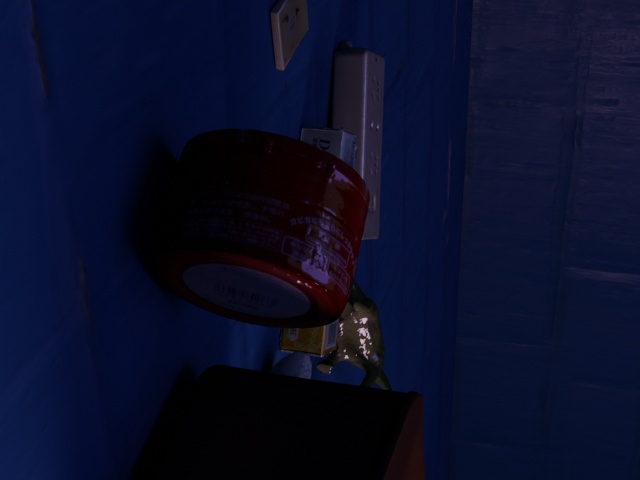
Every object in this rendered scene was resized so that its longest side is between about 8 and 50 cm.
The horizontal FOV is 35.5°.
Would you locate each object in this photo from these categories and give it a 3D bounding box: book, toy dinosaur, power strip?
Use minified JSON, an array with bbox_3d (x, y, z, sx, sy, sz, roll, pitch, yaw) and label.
[{"bbox_3d":[-0.037,-0.270,1.230,0.111,0.014,0.077,-67,158,-48],"label":"book"},{"bbox_3d":[0.081,0.143,1.680,0.301,0.087,0.447,-33,123,-63],"label":"toy dinosaur"},{"bbox_3d":[0.055,-0.133,1.508,0.098,0.058,0.338,-3,95,-71],"label":"power strip"}]

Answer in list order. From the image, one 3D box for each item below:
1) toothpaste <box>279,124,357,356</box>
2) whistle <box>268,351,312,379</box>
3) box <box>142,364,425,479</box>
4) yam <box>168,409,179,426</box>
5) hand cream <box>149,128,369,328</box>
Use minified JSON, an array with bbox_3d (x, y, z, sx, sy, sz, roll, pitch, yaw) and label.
[{"bbox_3d":[0.000,0.000,1.385,0.089,0.071,0.313,-5,101,-73],"label":"toothpaste"},{"bbox_3d":[-0.072,0.277,1.245,0.062,0.062,0.312,78,23,-50],"label":"whistle"},{"bbox_3d":[-0.050,0.311,0.971,0.239,0.229,0.339,84,23,-43],"label":"box"},{"bbox_3d":[-0.142,0.214,1.040,0.014,0.014,0.107,-69,160,-44],"label":"yam"},{"bbox_3d":[-0.056,-0.005,0.929,0.193,0.193,0.125,69,32,-61],"label":"hand cream"}]
